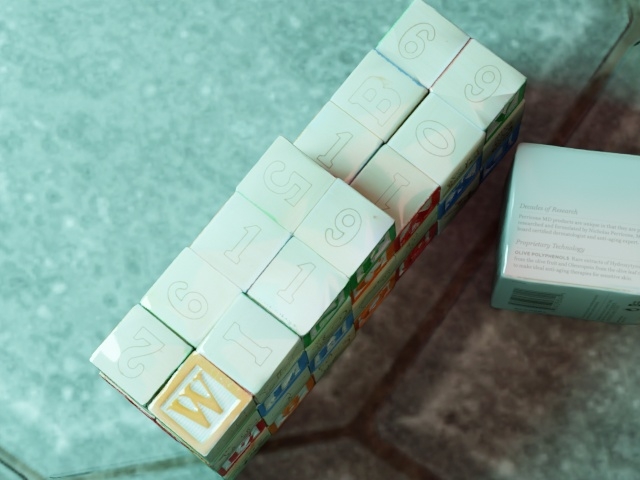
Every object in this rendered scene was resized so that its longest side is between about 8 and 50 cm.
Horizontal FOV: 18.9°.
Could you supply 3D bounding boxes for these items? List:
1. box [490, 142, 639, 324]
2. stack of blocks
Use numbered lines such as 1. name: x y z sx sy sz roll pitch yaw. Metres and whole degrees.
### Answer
1. box: 0.162 -0.002 1.196 0.102 0.101 0.087 6 77 3
2. stack of blocks: 0.000 0.000 1.169 0.087 0.171 0.297 39 81 10
